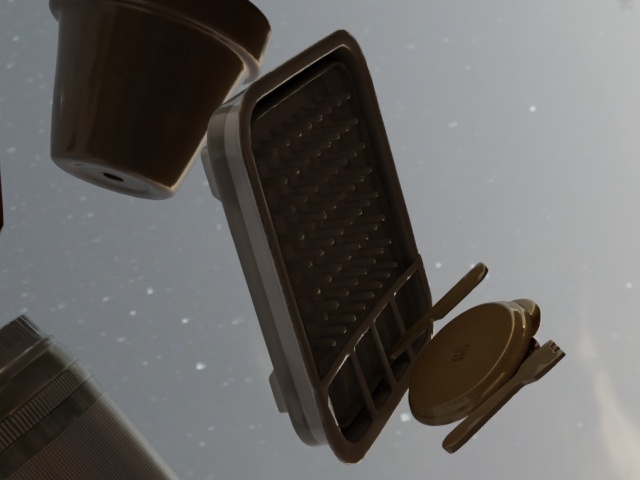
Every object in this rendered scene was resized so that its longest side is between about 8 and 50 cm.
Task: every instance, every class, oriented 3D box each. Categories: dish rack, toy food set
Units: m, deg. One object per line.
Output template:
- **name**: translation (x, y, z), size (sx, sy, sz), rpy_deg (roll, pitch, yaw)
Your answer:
- **dish rack**: translation (0.000, 0.000, 1.046), size (0.285, 0.072, 0.332), rpy_deg (-45, -57, -58)
- **toy food set**: translation (0.126, 0.098, 0.938), size (0.038, 0.132, 0.192), rpy_deg (44, -173, -20)

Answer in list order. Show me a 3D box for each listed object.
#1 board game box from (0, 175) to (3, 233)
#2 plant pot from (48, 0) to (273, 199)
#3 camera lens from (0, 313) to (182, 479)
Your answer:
- **board game box**: translation (-0.232, 0.030, 0.686), size (0.027, 0.281, 0.145), rpy_deg (7, -134, -28)
- **plant pot**: translation (-0.209, -0.177, 1.371), size (0.263, 0.263, 0.229), rpy_deg (28, -106, -45)
- **camera lens**: translation (-0.264, 0.235, 1.098), size (0.274, 0.219, 0.219), rpy_deg (50, -141, -3)
